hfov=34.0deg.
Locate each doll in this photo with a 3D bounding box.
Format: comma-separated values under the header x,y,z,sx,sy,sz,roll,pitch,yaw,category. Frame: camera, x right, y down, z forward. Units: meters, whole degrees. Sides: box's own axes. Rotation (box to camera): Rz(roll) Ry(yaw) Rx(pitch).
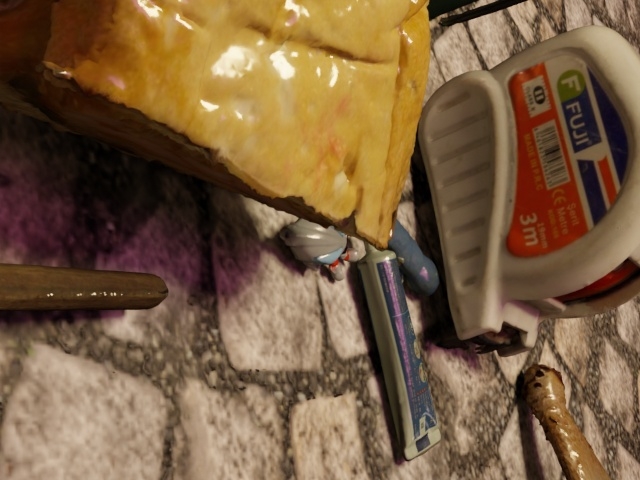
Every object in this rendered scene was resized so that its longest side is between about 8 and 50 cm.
x,y,z,sx,sy,sz,roll,pitch,yaw,category
0.001,0.000,0.820,0.057,0.039,0.114,-63,156,11,doll
0.067,0.004,0.926,0.125,0.027,0.037,49,41,-29,doll

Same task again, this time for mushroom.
x,y,z,sx,sy,sz,roll,pitch,yaw,category
0.250,0.225,1.038,0.218,0.148,0.227,62,21,15,mushroom

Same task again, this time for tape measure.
x,y,z,sx,sy,sz,roll,pitch,yaw,category
0.215,-0.047,0.975,0.130,0.265,0.258,28,47,-50,tape measure

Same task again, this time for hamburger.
x,y,z,sx,sy,sz,roll,pitch,yaw,category
-0.039,-0.130,0.638,0.330,0.162,0.209,25,85,-50,hamburger

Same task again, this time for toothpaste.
x,y,z,sx,sy,sz,roll,pitch,yaw,category
0.063,0.084,0.879,0.057,0.034,0.197,-17,94,-51,toothpaste

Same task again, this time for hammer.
x,y,z,sx,sy,sz,roll,pitch,yaw,category
-0.194,0.019,0.491,0.365,0.111,0.044,6,73,-61,hammer

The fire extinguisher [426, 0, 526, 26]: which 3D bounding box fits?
x,y,z,sx,sy,sz,roll,pitch,yaw,category
0.176,-0.277,0.955,0.093,0.294,0.118,-38,109,-56,fire extinguisher
